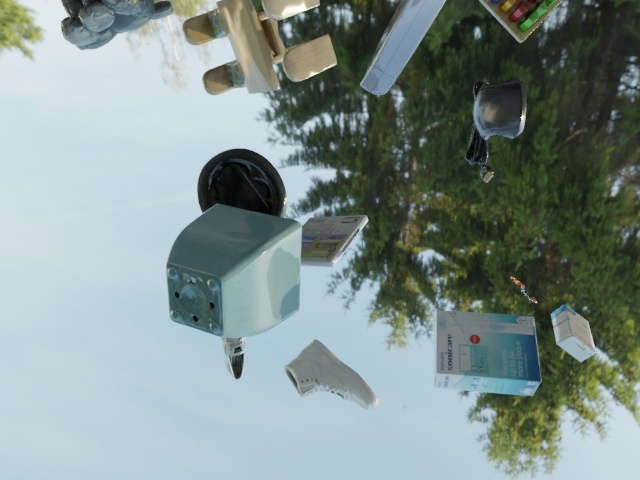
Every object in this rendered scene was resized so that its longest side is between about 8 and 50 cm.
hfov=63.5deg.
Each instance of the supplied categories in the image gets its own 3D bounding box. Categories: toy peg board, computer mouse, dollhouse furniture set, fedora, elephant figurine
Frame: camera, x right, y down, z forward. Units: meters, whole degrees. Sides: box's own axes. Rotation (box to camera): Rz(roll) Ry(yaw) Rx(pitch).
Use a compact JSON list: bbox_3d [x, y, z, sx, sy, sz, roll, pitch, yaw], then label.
[{"bbox_3d":[0.531,-0.634,1.331,0.161,0.161,0.079,-46,-175,-3],"label":"toy peg board"},{"bbox_3d":[0.286,-0.187,0.899,0.060,0.184,0.262,-1,-163,4],"label":"computer mouse"},{"bbox_3d":[-0.221,-0.514,1.159,0.256,0.394,0.362,-35,-151,-31],"label":"dollhouse furniture set"},{"bbox_3d":[-0.271,-0.164,1.839,0.334,0.333,0.152,-7,-165,0],"label":"fedora"},{"bbox_3d":[-0.367,-0.425,0.763,0.169,0.239,0.186,-32,-169,0],"label":"elephant figurine"}]

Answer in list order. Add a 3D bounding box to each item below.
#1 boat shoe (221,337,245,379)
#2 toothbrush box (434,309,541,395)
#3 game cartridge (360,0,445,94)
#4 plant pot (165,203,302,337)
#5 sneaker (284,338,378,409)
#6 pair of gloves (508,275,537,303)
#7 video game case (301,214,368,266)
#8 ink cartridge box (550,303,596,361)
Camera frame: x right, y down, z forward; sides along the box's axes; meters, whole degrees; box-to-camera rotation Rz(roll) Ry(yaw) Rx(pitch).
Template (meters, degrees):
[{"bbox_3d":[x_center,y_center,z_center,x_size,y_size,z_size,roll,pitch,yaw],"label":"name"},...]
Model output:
[{"bbox_3d":[-0.269,0.340,1.657,0.083,0.226,0.076,-14,-154,-20],"label":"boat shoe"},{"bbox_3d":[0.499,0.341,1.585,0.296,0.126,0.216,2,-126,11],"label":"toothbrush box"},{"bbox_3d":[0.160,-0.384,0.834,0.062,0.297,0.198,23,-126,-9],"label":"game cartridge"},{"bbox_3d":[-0.210,0.084,1.178,0.248,0.247,0.252,12,-156,22],"label":"plant pot"},{"bbox_3d":[0.020,0.445,1.569,0.169,0.108,0.293,-33,-128,-31],"label":"sneaker"},{"bbox_3d":[0.530,0.129,1.358,0.010,0.074,0.083,-46,-137,21],"label":"pair of gloves"},{"bbox_3d":[0.000,0.000,1.407,0.213,0.023,0.193,0,-141,42],"label":"video game case"},{"bbox_3d":[0.655,0.239,1.343,0.089,0.052,0.122,36,-147,-8],"label":"ink cartridge box"}]
